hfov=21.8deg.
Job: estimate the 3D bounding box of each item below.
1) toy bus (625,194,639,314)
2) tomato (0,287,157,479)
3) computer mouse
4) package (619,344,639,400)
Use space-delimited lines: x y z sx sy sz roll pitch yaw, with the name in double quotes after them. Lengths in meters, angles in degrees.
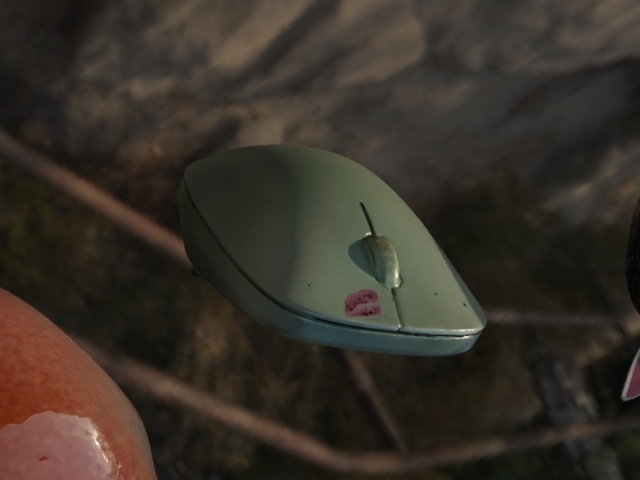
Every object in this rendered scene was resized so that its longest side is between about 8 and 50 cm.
0.360 0.027 1.085 0.303 0.127 0.147 3 161 21 "toy bus"
-0.225 0.169 0.997 0.273 0.341 0.341 -17 173 0 "tomato"
0.001 -0.006 1.085 0.160 0.097 0.288 9 -170 -22 "computer mouse"
0.352 0.061 1.298 0.239 0.030 0.154 -7 140 -23 "package"
